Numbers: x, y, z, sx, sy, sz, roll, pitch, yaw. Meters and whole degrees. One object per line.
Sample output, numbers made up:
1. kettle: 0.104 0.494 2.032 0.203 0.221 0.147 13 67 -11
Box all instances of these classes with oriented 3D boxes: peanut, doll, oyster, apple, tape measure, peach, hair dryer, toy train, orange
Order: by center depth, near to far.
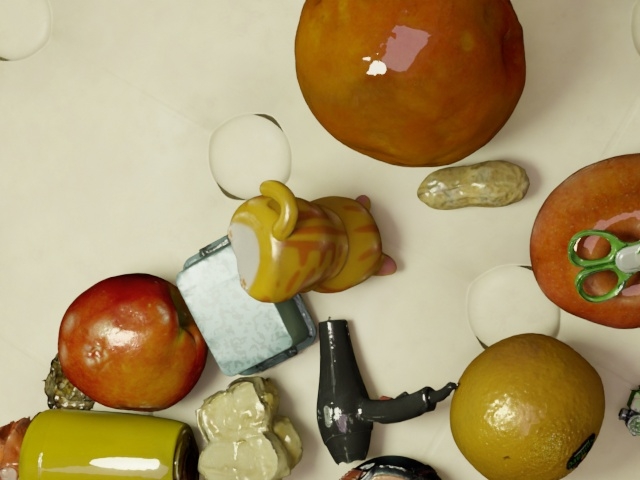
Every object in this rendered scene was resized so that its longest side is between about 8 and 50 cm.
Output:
1. peach: 0.140 -0.266 1.421 0.301 0.342 0.343 -10 89 35
2. apple: 0.438 0.003 1.425 0.271 0.206 0.252 -7 93 12
3. orange: 0.302 0.251 1.456 0.236 0.236 0.236 0 92 13
4. toy train: 0.551 0.280 1.479 0.202 0.060 0.081 20 90 10
5. doll: -0.019 0.005 1.511 0.162 0.269 0.167 -19 79 33
6. peanut: 0.235 -0.084 1.533 0.174 0.080 0.080 -6 90 13
7. hair dryer: 0.106 0.222 1.537 0.271 0.091 0.236 -13 79 35
8. tape measure: 0.106 0.446 1.549 0.202 0.135 0.223 31 95 13
9. peach: -0.304 0.169 1.607 0.243 0.199 0.244 3 107 9
10. oyster: -0.424 0.227 1.713 0.105 0.056 0.177 36 104 18

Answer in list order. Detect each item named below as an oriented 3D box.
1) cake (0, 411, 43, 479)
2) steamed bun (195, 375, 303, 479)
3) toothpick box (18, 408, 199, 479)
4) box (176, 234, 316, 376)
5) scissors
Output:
1. cake: -0.518 0.446 1.714 0.098 0.135 0.287 -2 100 -1
2. steamed bun: -0.119 0.324 1.617 0.192 0.106 0.178 -34 70 24
3. toothpick box: -0.339 0.367 1.635 0.271 0.175 0.175 -1 91 10
4. box: -0.123 0.102 1.596 0.162 0.130 0.227 -27 89 12
5. scissors: 0.435 0.017 1.313 0.204 0.027 0.101 -14 105 13
